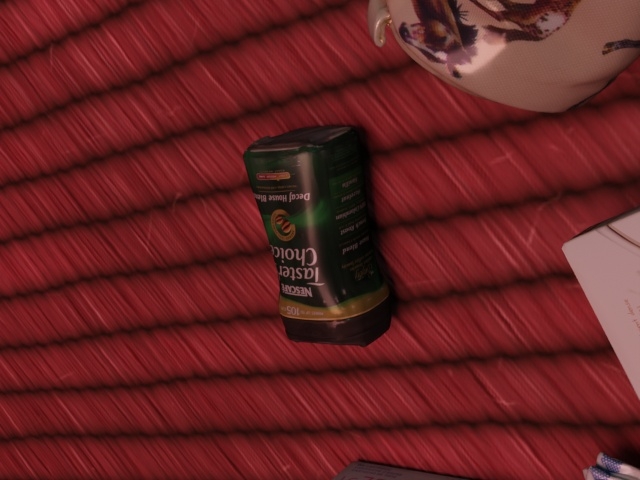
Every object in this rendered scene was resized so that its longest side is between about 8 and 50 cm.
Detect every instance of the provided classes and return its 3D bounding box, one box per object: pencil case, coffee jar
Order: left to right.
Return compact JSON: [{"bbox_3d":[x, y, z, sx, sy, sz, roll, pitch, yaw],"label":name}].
[{"bbox_3d":[0.000,0.000,0.897,0.096,0.079,0.184,-1,109,38],"label":"coffee jar"},{"bbox_3d":[0.168,-0.252,0.578,0.183,0.160,0.410,21,132,-6],"label":"pencil case"}]

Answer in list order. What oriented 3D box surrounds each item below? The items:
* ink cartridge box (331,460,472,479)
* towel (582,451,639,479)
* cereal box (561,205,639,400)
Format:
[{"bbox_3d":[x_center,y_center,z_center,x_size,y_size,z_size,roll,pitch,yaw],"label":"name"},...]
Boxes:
[{"bbox_3d":[0.118,0.362,0.978,0.186,0.065,0.311,0,107,38],"label":"ink cartridge box"},{"bbox_3d":[0.316,0.289,0.764,0.285,0.034,0.209,20,129,43],"label":"towel"},{"bbox_3d":[0.289,0.033,0.652,0.240,0.047,0.173,-28,89,42],"label":"cereal box"}]
